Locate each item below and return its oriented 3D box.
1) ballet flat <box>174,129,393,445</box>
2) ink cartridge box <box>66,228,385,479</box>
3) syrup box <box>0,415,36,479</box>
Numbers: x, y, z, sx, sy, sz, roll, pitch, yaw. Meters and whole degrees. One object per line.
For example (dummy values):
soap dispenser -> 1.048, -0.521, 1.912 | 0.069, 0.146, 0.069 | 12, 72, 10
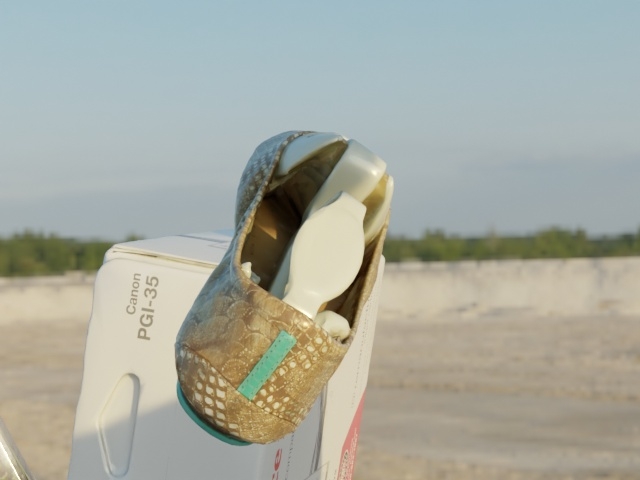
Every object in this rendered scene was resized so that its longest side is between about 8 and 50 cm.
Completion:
ballet flat -> 0.000, 0.000, 0.631 | 0.073, 0.067, 0.206 | 34, 31, -12
ink cartridge box -> -0.053, 0.105, 1.052 | 0.117, 0.207, 0.283 | 10, 5, 13
syrup box -> -0.139, 0.160, 0.672 | 0.093, 0.237, 0.096 | -29, 4, -10
